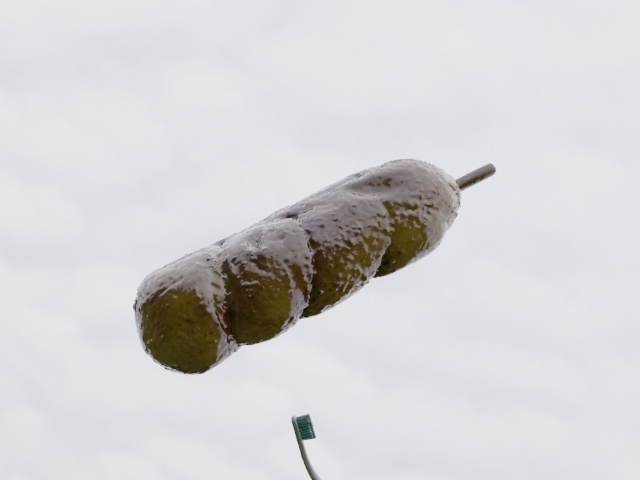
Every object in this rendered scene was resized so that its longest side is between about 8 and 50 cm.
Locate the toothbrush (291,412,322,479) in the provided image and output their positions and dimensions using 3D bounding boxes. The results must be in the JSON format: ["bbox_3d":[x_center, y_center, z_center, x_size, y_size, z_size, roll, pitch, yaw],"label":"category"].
[{"bbox_3d":[0.008,0.203,1.126,0.017,0.014,0.162,-16,-80,10],"label":"toothbrush"}]

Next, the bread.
[{"bbox_3d":[0.001,0.002,1.236,0.124,0.344,0.084,29,-39,54],"label":"bread"}]
